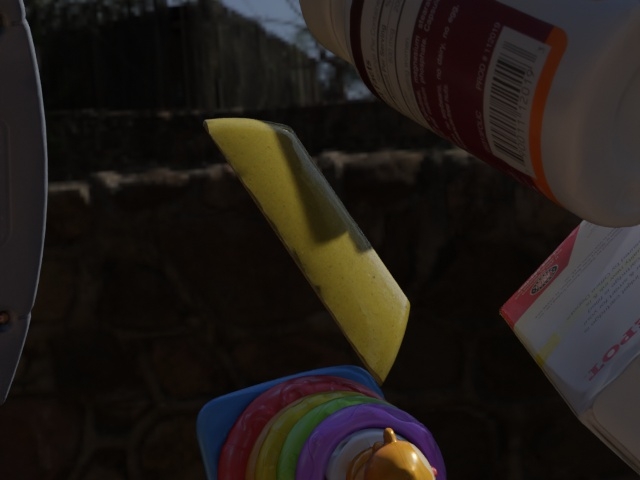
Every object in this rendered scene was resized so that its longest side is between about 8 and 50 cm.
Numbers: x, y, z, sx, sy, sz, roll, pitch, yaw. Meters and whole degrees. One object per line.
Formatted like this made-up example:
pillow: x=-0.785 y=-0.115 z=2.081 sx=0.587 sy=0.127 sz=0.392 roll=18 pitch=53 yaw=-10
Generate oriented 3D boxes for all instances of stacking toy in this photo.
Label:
stacking toy: x=0.024 y=0.167 z=0.837 sx=0.165 sy=0.175 sz=0.302 roll=-12 pitch=-9 yaw=-16

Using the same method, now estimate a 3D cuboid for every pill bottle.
pill bottle: x=0.163 y=-0.188 z=1.067 sx=0.224 sy=0.224 sz=0.392 roll=-4 pitch=29 yaw=-37

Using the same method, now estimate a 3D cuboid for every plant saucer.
plant saucer: x=0.000 y=0.000 z=1.382 sx=0.081 sy=0.333 sz=0.333 roll=-33 pitch=-2 yaw=-1

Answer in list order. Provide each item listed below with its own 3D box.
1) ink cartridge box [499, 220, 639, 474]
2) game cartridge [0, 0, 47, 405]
ink cartridge box: x=0.358 y=0.068 z=1.191 sx=0.279 sy=0.160 sz=0.385 roll=-47 pitch=9 yaw=7
game cartridge: x=-0.236 y=-0.026 z=0.601 sx=0.196 sy=0.294 sz=0.060 roll=-12 pitch=34 yaw=-32
